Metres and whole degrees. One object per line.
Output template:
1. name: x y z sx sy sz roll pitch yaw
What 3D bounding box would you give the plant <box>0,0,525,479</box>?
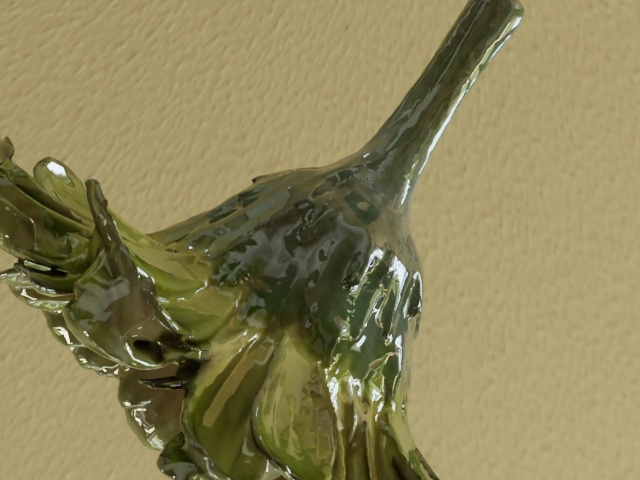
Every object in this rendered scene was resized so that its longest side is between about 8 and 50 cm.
1. plant: -0.030 0.028 0.931 0.306 0.297 0.261 35 -34 -20
